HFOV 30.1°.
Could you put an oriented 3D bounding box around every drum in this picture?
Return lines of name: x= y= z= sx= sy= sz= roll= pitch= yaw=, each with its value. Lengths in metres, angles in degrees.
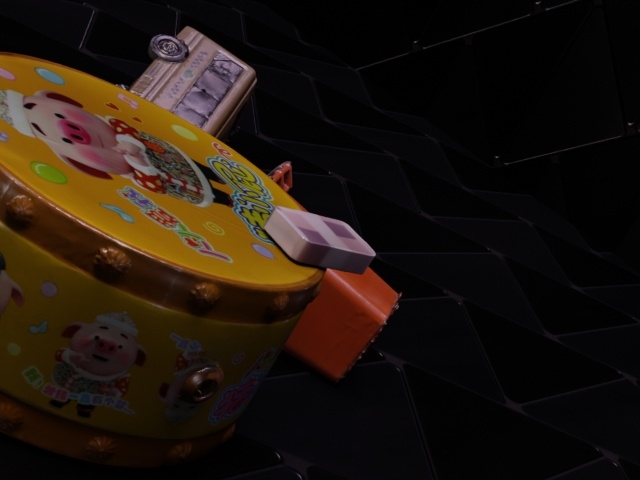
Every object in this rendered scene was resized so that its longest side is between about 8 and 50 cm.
drum: x=-0.216 y=0.012 z=1.159 sx=0.431 sy=0.214 sz=0.431 roll=27 pitch=17 yaw=-9

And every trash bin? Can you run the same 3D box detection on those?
trash bin: x=-0.024 y=0.040 z=1.448 sx=0.239 sy=0.184 sz=0.161 roll=36 pitch=18 yaw=0

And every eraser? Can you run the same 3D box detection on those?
eraser: x=0.000 y=0.000 z=1.149 sx=0.105 sy=0.026 sz=0.065 roll=12 pitch=29 yaw=-46

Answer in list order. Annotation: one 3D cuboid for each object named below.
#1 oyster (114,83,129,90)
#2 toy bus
oyster: x=-0.210 y=-0.127 z=1.705 sx=0.268 sy=0.112 sz=0.198 roll=33 pitch=18 yaw=-3
toy bus: x=-0.203 y=-0.141 z=1.560 sx=0.157 sy=0.139 sz=0.289 roll=29 pitch=44 yaw=0
